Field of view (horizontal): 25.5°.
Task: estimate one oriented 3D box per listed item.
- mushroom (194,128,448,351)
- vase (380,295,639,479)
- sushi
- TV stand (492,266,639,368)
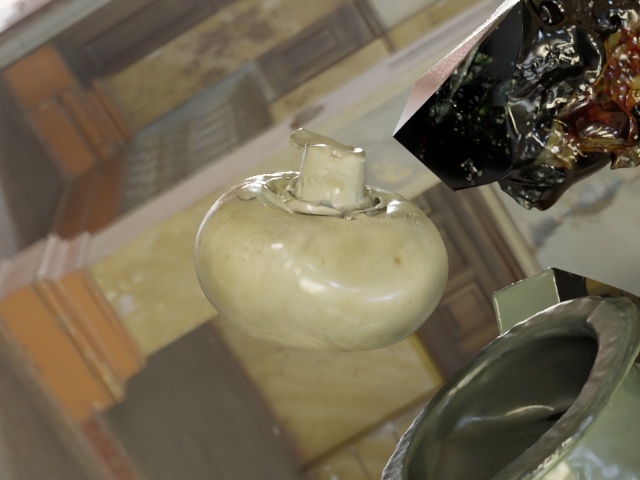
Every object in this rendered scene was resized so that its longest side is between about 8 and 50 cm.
[{"bbox_3d":[0.000,0.000,1.330,0.246,0.246,0.202,-113,-154,-66],"label":"mushroom"},{"bbox_3d":[0.220,0.226,1.063,0.291,0.245,0.245,49,5,-11],"label":"vase"},{"bbox_3d":[0.239,-0.157,1.401,0.212,0.215,0.227,43,42,-3],"label":"sushi"},{"bbox_3d":[0.300,0.104,1.492,0.270,0.083,0.088,17,55,-45],"label":"TV stand"}]
